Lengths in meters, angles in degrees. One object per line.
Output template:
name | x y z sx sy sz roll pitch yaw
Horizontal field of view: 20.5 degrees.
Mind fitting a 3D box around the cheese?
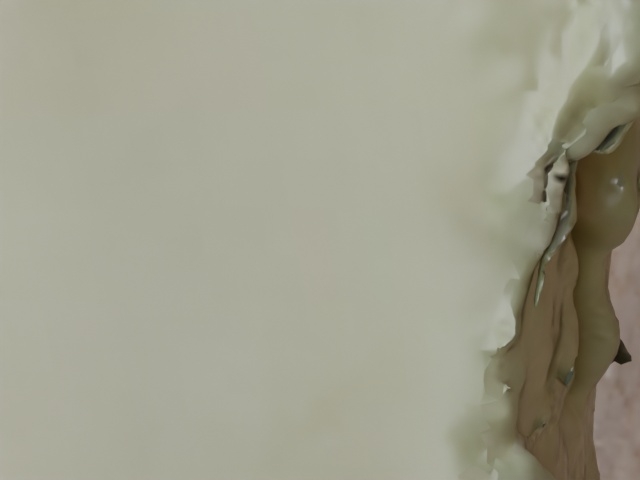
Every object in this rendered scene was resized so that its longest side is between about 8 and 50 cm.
cheese | 0.000 0.000 0.403 0.127 0.233 0.266 -38 -48 -56
